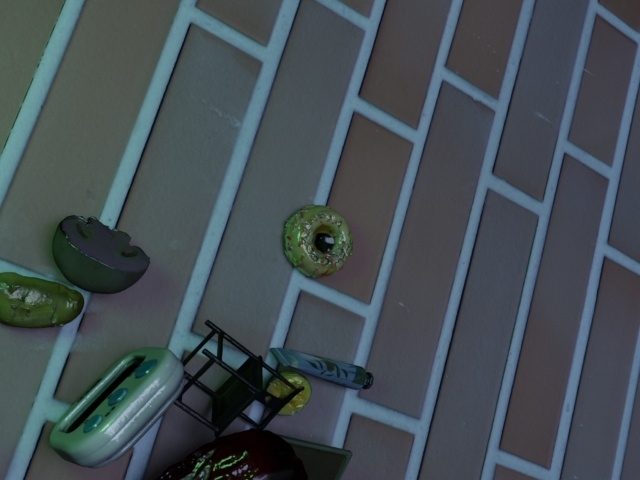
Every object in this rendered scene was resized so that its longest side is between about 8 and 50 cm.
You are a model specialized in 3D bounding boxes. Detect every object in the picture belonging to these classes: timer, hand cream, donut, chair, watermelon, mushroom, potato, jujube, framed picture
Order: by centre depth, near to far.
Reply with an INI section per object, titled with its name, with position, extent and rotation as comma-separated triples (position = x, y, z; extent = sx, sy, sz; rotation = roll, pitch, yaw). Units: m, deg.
[timer]
position = -0.372, 0.309, 1.708
extent = 0.262, 0.237, 0.087
rotation = -47, 108, -27
[potato]
position = -0.537, 0.114, 1.723
extent = 0.188, 0.085, 0.105
rotation = 9, 118, -29
[jujube]
position = -0.194, 0.519, 1.770
extent = 0.376, 0.258, 0.258
rotation = -29, 100, -1
[mushroom]
position = -0.437, 0.038, 1.778
extent = 0.188, 0.141, 0.117
rotation = 33, 102, -19
[chair]
position = -0.174, 0.307, 1.861
extent = 0.260, 0.141, 0.154
rotation = 39, 106, -18
[framed picture]
position = -0.073, 0.505, 1.946
extent = 0.260, 0.023, 0.189
rotation = 19, 101, -28
[watermelon]
position = -0.074, 0.321, 1.986
extent = 0.105, 0.062, 0.105
rotation = -5, 117, -10
[hand cream]
position = 0.008, 0.288, 2.043
extent = 0.256, 0.088, 0.055
rotation = 19, 104, -30
[donut]
position = 0.000, 0.000, 2.075
extent = 0.174, 0.068, 0.175
rotation = 5, 81, -32
